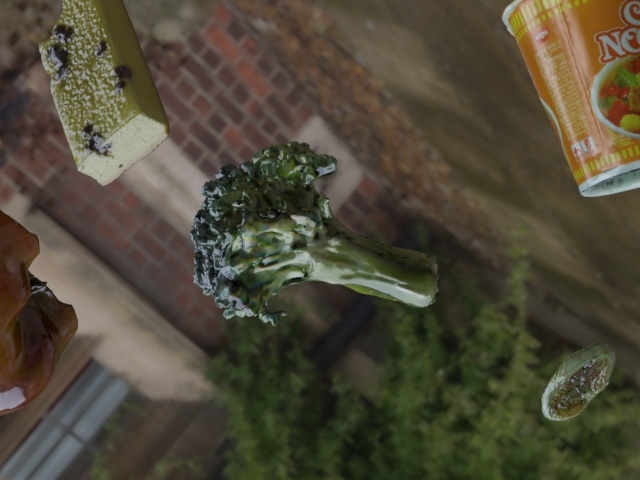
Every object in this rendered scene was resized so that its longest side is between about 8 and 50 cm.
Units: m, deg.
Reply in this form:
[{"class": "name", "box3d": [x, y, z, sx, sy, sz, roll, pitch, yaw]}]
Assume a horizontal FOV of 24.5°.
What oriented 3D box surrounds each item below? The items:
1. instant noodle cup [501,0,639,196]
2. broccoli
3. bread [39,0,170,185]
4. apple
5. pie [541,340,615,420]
[{"class": "instant noodle cup", "box3d": [0.266, -0.142, 1.345, 0.168, 0.168, 0.185, 87, 169, -80]}, {"class": "broccoli", "box3d": [-0.004, -0.018, 1.602, 0.177, 0.275, 0.198, -115, 23, -69]}, {"class": "bread", "box3d": [-0.201, -0.159, 1.300, 0.049, 0.088, 0.226, 26, -148, -49]}, {"class": "apple", "box3d": [-0.413, 0.025, 1.392, 0.365, 0.295, 0.329, 18, -166, 20]}, {"class": "pie", "box3d": [0.217, 0.120, 1.244, 0.017, 0.085, 0.085, 48, 179, 36]}]
